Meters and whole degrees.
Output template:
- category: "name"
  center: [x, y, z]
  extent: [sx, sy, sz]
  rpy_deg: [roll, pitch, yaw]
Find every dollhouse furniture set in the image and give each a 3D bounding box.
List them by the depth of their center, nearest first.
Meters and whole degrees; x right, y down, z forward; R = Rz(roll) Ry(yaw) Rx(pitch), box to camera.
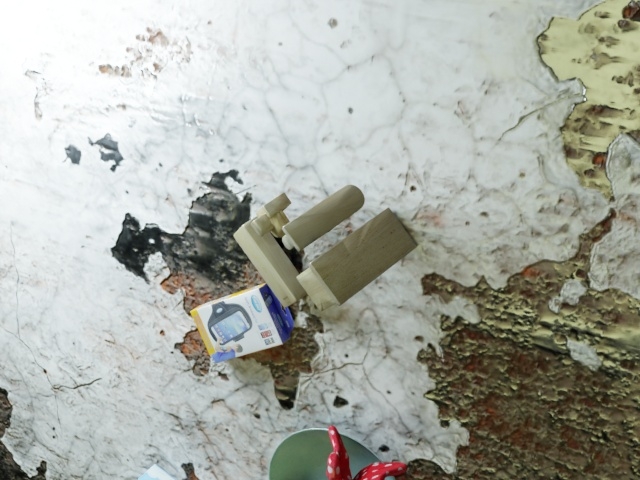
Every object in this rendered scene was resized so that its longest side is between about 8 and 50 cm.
- category: "dollhouse furniture set"
  center: [0.000, 0.000, 0.889]
  extent: [0.144, 0.123, 0.151]
  rpy_deg: [55, 155, 1]

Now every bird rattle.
- category: "bird rattle"
  center: [0.003, 0.364, 0.872]
  extent: [0.143, 0.207, 0.253]
  rpy_deg: [35, 129, -9]

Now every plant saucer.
- category: "plant saucer"
  center: [0.024, 0.330, 0.977]
  extent: [0.195, 0.037, 0.195]
  rpy_deg: [8, 108, 23]

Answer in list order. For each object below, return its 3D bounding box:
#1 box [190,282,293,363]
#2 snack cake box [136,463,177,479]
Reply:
- category: "box"
  center: [-0.101, 0.109, 0.972]
  extent: [0.136, 0.028, 0.081]
  rpy_deg: [-20, 97, 31]
- category: "snack cake box"
  center: [-0.195, 0.483, 1.101]
  extent: [0.264, 0.089, 0.152]
  rpy_deg: [33, 115, 12]
